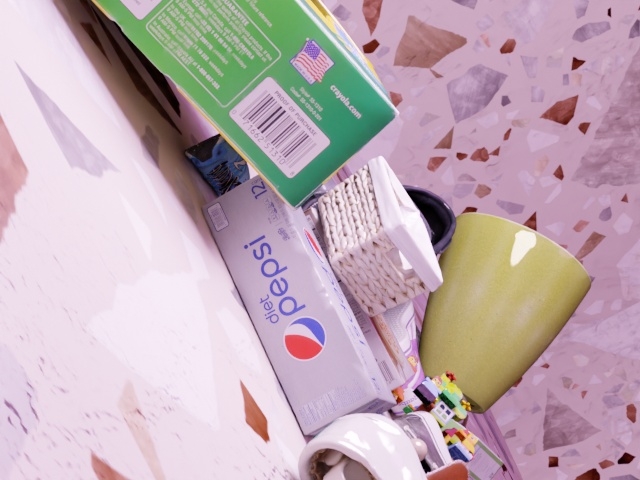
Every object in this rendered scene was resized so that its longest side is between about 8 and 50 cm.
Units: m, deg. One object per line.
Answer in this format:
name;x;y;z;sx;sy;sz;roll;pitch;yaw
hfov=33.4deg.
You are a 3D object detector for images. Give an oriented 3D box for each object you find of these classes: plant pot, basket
plant pot;0.293;0.148;1.894;0.275;0.293;0.275;27;-15;8
basket;0.068;-0.004;1.293;0.113;0.103;0.167;54;13;-30

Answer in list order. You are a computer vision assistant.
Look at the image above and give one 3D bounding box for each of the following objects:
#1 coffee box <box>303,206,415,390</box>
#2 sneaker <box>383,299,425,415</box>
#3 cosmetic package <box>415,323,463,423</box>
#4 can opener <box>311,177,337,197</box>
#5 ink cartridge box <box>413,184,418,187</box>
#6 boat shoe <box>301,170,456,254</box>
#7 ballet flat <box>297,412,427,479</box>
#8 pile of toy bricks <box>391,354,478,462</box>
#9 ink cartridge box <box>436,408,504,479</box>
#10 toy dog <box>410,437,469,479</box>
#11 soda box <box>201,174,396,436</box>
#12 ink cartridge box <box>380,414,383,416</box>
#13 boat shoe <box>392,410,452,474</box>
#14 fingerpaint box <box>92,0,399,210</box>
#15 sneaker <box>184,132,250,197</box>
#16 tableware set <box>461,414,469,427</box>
coffee box;0.017;0.090;1.368;0.246;0.098;0.141;62;7;8
sneaker;0.131;0.207;1.811;0.282;0.102;0.161;-69;137;-72
cosmetic package;0.181;0.251;2.001;0.231;0.085;0.117;60;7;7
can opener;-0.086;-0.174;1.782;0.095;0.076;0.283;-23;77;-51
ink cartridge box;0.125;-0.003;2.059;0.093;0.212;0.154;56;9;-15
boat shoe;0.077;-0.017;1.679;0.187;0.156;0.500;58;24;15
ballet flat;0.091;0.334;0.934;0.400;0.139;0.139;60;6;23
pile of toy bricks;0.177;0.245;1.625;0.212;0.105;0.118;48;-37;2
ink cartridge box;0.229;0.346;1.825;0.109;0.062;0.209;35;-6;37
toy dog;0.171;0.352;1.196;0.333;0.161;0.220;57;8;-33
soda box;-0.024;0.071;1.173;0.286;0.091;0.098;64;9;19
ink cartridge box;0.059;0.215;1.474;0.048;0.028;0.083;59;8;-23
boat shoe;0.160;0.353;1.523;0.070;0.078;0.219;-8;65;-43
fingerpaint box;-0.123;-0.286;1.211;0.445;0.163;0.371;46;10;-13
sneaker;-0.111;-0.085;1.289;0.073;0.063;0.162;66;8;10
tableware set;0.239;0.298;2.090;0.128;0.039;0.194;44;-40;38
